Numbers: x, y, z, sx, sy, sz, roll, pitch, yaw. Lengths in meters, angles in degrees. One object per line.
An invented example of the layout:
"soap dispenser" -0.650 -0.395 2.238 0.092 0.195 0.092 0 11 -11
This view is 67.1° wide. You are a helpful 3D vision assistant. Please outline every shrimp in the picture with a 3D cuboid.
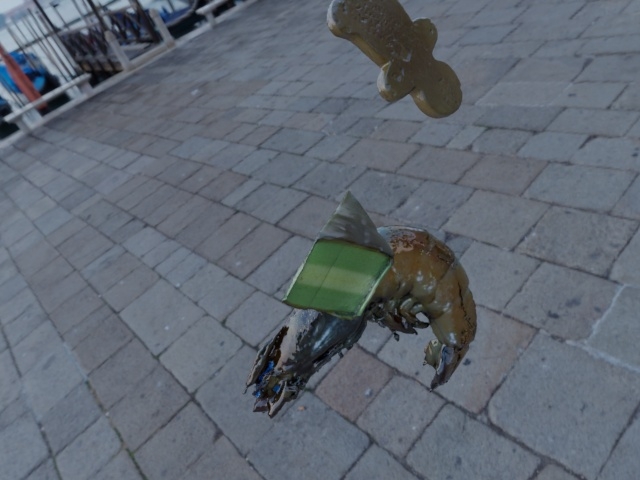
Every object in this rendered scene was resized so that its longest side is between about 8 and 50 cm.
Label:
"shrimp" 0.055 0.123 0.556 0.290 0.222 0.054 -45 22 8

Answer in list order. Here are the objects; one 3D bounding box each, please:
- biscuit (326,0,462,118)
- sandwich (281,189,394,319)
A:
"biscuit" 0.138 -0.331 0.852 0.049 0.301 0.197 -12 44 61
"sandwich" 0.000 0.000 0.417 0.074 0.074 0.117 -61 30 25
